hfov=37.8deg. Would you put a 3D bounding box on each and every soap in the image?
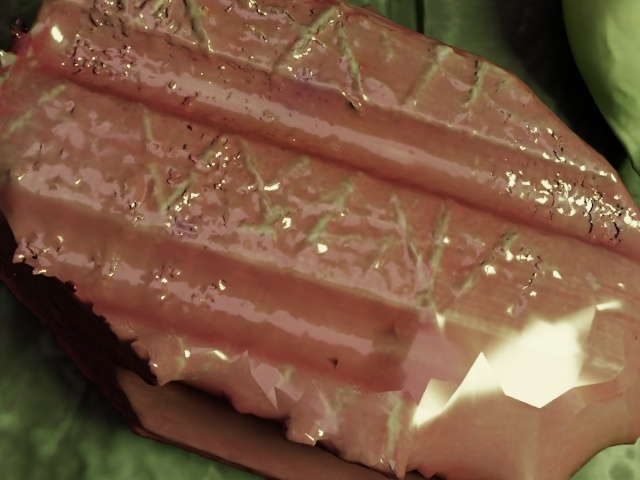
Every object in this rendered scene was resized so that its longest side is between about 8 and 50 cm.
[{"bbox_3d":[0.000,0.000,0.441,0.324,0.127,0.220,19,68,-5],"label":"soap"}]

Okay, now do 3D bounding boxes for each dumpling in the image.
[{"bbox_3d":[0.217,-0.139,0.529,0.124,0.151,0.229,6,69,-47],"label":"dumpling"}]
